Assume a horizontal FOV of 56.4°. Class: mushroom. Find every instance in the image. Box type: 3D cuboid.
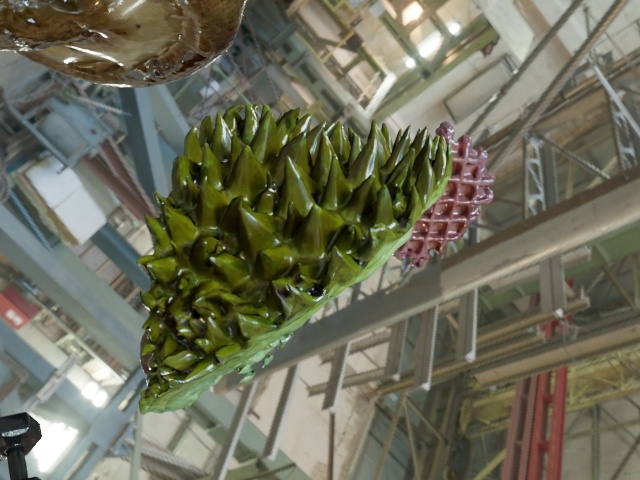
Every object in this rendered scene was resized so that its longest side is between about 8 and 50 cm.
[{"bbox_3d":[-0.241,-0.294,0.644,0.345,0.345,0.239,-126,-129,-77],"label":"mushroom"}]

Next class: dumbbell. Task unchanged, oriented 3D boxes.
[{"bbox_3d":[-0.222,0.168,0.438,0.083,0.040,0.036,52,-45,42],"label":"dumbbell"}]

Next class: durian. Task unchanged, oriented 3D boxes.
[{"bbox_3d":[0.011,0.001,0.462,0.163,0.198,0.394,9,-167,16],"label":"durian"}]

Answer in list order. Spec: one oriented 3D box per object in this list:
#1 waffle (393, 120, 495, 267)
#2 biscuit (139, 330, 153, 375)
[{"bbox_3d":[0.184,-0.074,0.993,0.234,0.221,0.055,-39,-150,0],"label":"waffle"},{"bbox_3d":[-0.229,0.181,1.108,0.220,0.066,0.220,-6,-151,4],"label":"biscuit"}]
